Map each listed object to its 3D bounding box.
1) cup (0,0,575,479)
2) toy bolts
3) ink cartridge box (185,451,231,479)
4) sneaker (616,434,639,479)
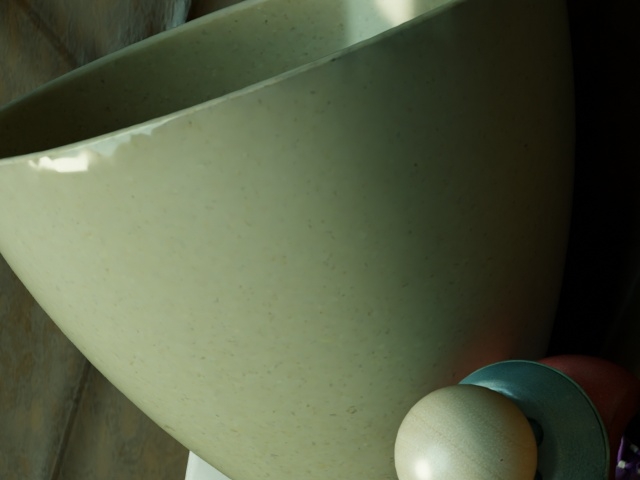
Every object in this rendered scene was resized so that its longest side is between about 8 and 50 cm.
[{"bbox_3d":[0.000,0.000,0.871,0.331,0.331,0.237,1,115,55],"label":"cup"},{"bbox_3d":[0.146,0.071,0.692,0.229,0.158,0.218,-3,82,30],"label":"toy bolts"},{"bbox_3d":[-0.066,0.163,1.099,0.181,0.056,0.224,107,172,-71],"label":"ink cartridge box"},{"bbox_3d":[0.143,0.117,0.841,0.170,0.068,0.071,9,91,55],"label":"sneaker"}]
